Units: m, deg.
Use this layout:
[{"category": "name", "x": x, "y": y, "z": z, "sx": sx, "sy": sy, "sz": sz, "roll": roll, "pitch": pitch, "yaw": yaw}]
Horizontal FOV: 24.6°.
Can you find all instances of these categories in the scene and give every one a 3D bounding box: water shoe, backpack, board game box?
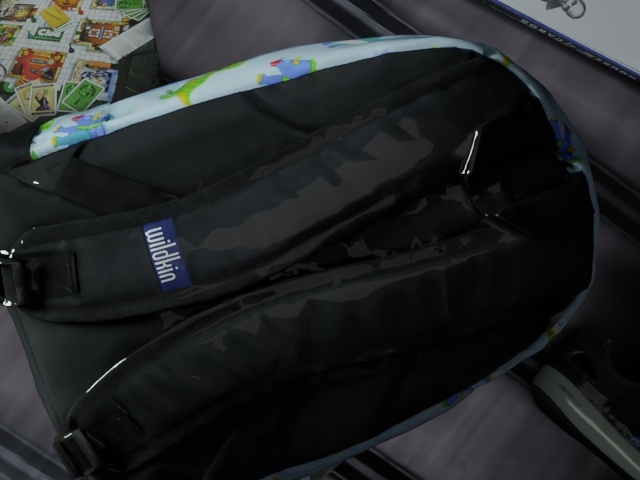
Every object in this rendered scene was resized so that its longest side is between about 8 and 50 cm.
[{"category": "water shoe", "x": 0.248, "y": 0.143, "z": 1.056, "sx": 0.203, "sy": 0.073, "sz": 0.080, "roll": 40, "pitch": 85, "yaw": -7}, {"category": "backpack", "x": 0.000, "y": 0.000, "z": 0.947, "sx": 0.355, "sy": 0.273, "sz": 0.290, "roll": -24, "pitch": 93, "yaw": 16}, {"category": "board game box", "x": -0.244, "y": -0.128, "z": 1.005, "sx": 0.259, "sy": 0.030, "sz": 0.136, "roll": -11, "pitch": 96, "yaw": -7}]

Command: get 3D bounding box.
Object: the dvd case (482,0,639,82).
[{"category": "dvd case", "x": 0.220, "y": -0.221, "z": 1.061, "sx": 0.238, "sy": 0.029, "sz": 0.179, "roll": 26, "pitch": 88, "yaw": -8}]
